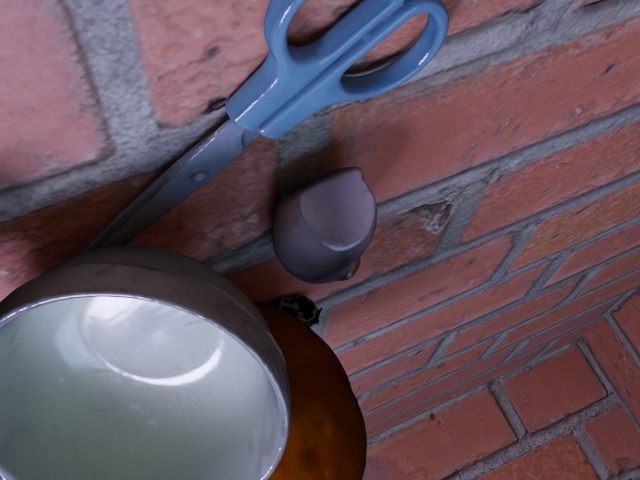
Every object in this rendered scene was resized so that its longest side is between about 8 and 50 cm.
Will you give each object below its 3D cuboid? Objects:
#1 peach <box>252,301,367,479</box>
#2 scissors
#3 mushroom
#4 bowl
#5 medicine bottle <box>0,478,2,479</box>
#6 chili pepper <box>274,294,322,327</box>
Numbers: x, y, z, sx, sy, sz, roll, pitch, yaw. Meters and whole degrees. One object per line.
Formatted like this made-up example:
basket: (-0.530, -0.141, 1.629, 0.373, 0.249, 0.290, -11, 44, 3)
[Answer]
peach: (-0.103, 0.254, 0.963, 0.342, 0.343, 0.302, -29, 148, 3)
scissors: (-0.086, -0.089, 0.659, 0.447, 0.029, 0.192, -35, 156, 23)
mushroom: (0.000, 0.000, 0.866, 0.118, 0.103, 0.270, -18, 166, -8)
bowl: (-0.178, 0.129, 0.723, 0.307, 0.163, 0.307, 1, 124, 1)
medicine bottle: (-0.416, 0.331, 0.890, 0.252, 0.252, 0.241, -17, 154, -23)
chili pepper: (-0.094, 0.166, 1.152, 0.088, 0.059, 0.227, -8, 152, -48)
